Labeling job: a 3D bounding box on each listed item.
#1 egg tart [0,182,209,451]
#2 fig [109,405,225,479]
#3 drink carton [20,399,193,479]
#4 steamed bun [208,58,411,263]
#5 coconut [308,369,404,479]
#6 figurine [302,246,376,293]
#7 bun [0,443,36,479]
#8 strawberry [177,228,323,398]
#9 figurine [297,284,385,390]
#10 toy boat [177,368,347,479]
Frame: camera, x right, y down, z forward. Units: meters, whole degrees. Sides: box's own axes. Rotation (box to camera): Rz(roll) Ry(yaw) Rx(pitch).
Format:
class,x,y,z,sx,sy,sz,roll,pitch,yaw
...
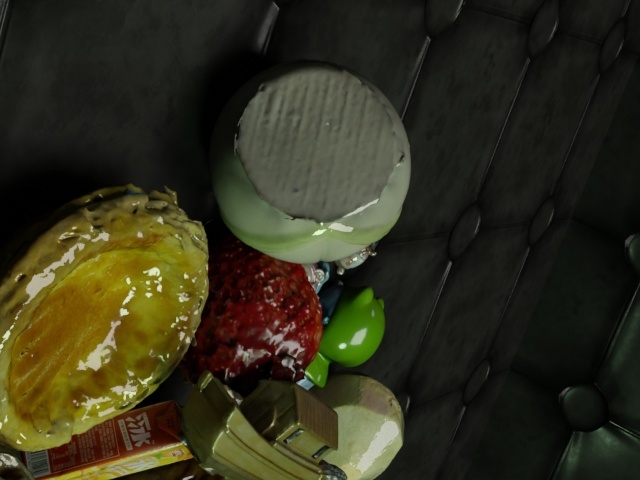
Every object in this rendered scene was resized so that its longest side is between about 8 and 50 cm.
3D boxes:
class,x,y,z,sx,sy,sz,roll,pitch,yaw
egg tart,-0.307,0.085,1.392,0.388,0.169,0.388,-38,145,-33
fig,-0.300,0.396,1.633,0.368,0.286,0.286,3,114,-35
drink carton,-0.297,0.291,1.536,0.223,0.071,0.096,-15,157,-1
steamed bun,-0.020,-0.103,1.606,0.309,0.309,0.309,-40,145,-36
coconut,0.056,0.376,2.188,0.197,0.237,0.237,37,79,-20
figurine,-0.003,-0.005,1.842,0.103,0.205,0.260,-53,160,-74
bun,-0.407,0.302,1.316,0.113,0.166,0.173,-39,128,15
strawberry,-0.119,0.107,1.688,0.238,0.250,0.288,20,63,-34
figurine,0.019,0.198,2.086,0.263,0.143,0.162,-49,149,-2
toy boat,-0.064,0.282,1.574,0.162,0.136,0.445,-42,150,2
